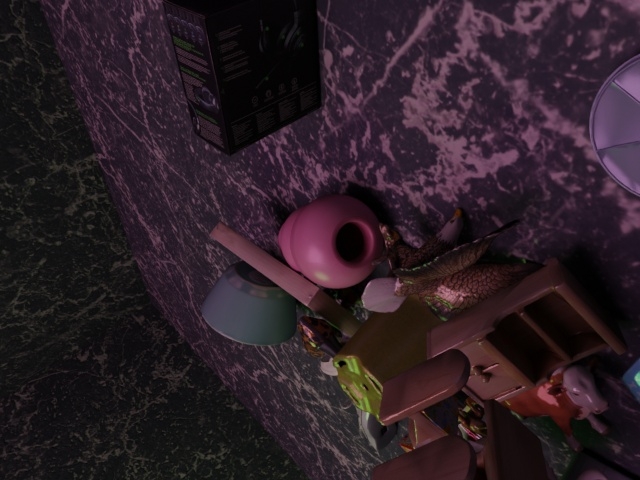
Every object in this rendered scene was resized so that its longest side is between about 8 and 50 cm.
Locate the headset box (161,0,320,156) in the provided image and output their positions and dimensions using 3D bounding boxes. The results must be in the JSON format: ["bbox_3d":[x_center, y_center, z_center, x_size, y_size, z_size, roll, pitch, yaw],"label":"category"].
[{"bbox_3d":[-0.134,-0.348,0.976,0.131,0.246,0.283,34,146,32],"label":"headset box"}]

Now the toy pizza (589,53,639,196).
[{"bbox_3d":[0.419,-0.130,0.603,0.201,0.032,0.201,36,145,31],"label":"toy pizza"}]

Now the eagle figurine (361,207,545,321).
[{"bbox_3d":[0.227,0.046,0.923,0.298,0.226,0.225,22,118,52],"label":"eagle figurine"}]

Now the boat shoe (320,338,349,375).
[{"bbox_3d":[0.081,0.336,1.543,0.277,0.098,0.096,-23,101,51],"label":"boat shoe"}]

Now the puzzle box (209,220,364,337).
[{"bbox_3d":[-0.090,0.102,1.368,0.409,0.052,0.272,31,173,38],"label":"puzzle box"}]

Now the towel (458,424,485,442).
[{"bbox_3d":[0.406,0.564,1.355,0.329,0.037,0.237,31,144,36],"label":"towel"}]

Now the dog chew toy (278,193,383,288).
[{"bbox_3d":[0.000,0.000,1.207,0.206,0.206,0.332,62,158,-14],"label":"dog chew toy"}]

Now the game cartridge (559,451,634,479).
[{"bbox_3d":[0.561,0.541,0.929,0.297,0.198,0.062,22,149,44],"label":"game cartridge"}]

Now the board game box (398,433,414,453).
[{"bbox_3d":[0.321,0.632,1.492,0.147,0.045,0.193,44,161,1],"label":"board game box"}]

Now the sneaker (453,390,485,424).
[{"bbox_3d":[0.345,0.368,1.221,0.234,0.084,0.097,112,142,-56],"label":"sneaker"}]

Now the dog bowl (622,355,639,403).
[{"bbox_3d":[0.487,0.122,0.648,0.074,0.166,0.297,50,154,34],"label":"dog bowl"}]

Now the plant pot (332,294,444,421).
[{"bbox_3d":[0.174,0.248,1.139,0.276,0.254,0.276,37,147,30],"label":"plant pot"}]

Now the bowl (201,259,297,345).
[{"bbox_3d":[-0.202,0.170,1.625,0.311,0.311,0.163,33,116,35],"label":"bowl"}]

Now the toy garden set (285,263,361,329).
[{"bbox_3d":[0.012,0.121,1.466,0.244,0.049,0.204,50,153,10],"label":"toy garden set"}]

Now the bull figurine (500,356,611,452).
[{"bbox_3d":[0.421,0.298,0.980,0.188,0.101,0.310,58,153,-10],"label":"bull figurine"}]

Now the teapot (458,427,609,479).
[{"bbox_3d":[0.332,0.444,0.958,0.256,0.187,0.252,20,163,-10],"label":"teapot"}]

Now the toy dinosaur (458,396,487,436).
[{"bbox_3d":[0.307,0.372,1.086,0.211,0.064,0.112,18,145,55],"label":"toy dinosaur"}]

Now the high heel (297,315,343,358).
[{"bbox_3d":[-0.026,0.213,1.275,0.186,0.093,0.261,47,168,-25],"label":"high heel"}]

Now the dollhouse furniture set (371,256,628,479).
[{"bbox_3d":[0.297,0.254,0.714,0.362,0.394,0.256,41,122,-17],"label":"dollhouse furniture set"}]

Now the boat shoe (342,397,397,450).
[{"bbox_3d":[0.148,0.508,1.601,0.156,0.136,0.367,37,157,34],"label":"boat shoe"}]
